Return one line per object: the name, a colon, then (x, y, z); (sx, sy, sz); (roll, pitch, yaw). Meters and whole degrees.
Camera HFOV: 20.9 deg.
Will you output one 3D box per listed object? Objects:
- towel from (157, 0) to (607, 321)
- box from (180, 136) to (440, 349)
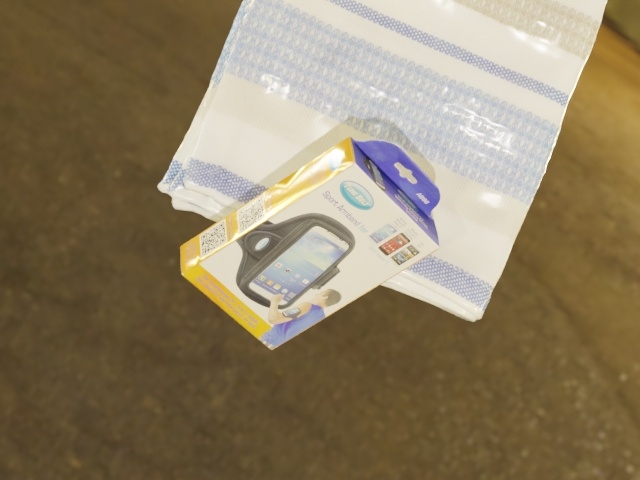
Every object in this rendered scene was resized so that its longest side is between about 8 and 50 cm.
towel: (0.052, -0.114, 1.028); (0.209, 0.285, 0.034); (23, -4, -5)
box: (0.000, 0.000, 0.954); (0.081, 0.136, 0.028); (42, 27, -34)
